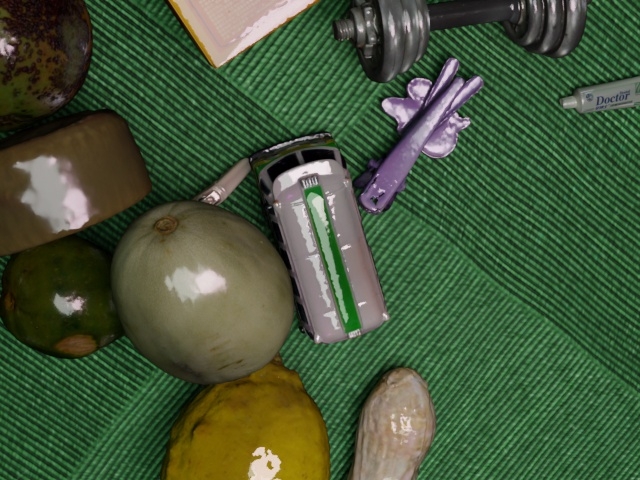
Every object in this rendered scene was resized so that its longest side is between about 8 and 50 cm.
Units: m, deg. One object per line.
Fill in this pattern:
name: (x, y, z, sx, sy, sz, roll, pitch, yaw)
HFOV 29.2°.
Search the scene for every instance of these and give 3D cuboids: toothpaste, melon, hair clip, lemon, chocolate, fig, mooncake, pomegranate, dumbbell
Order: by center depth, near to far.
pomegranate: (-0.467, -0.324, 1.725, 0.285, 0.285, 0.341, -11, 77, -6)
mooncake: (-0.390, -0.087, 1.755, 0.284, 0.284, 0.155, -20, 100, -4)
melon: (-0.172, 0.077, 1.785, 0.308, 0.272, 0.272, 39, 94, -30)
dumbbell: (0.216, -0.339, 1.827, 0.406, 0.179, 0.179, -11, 103, -13)
fig: (-0.366, 0.091, 1.865, 0.245, 0.195, 0.195, 16, 101, -45)
lemon: (-0.111, 0.353, 1.896, 0.285, 0.285, 0.316, 34, 110, -14)
hair clip: (-0.191, -0.048, 1.900, 0.226, 0.072, 0.034, -39, 108, 0)
hair clip: (0.139, -0.161, 1.923, 0.137, 0.090, 0.278, 37, 85, -1)
toothpaste: (0.490, -0.238, 1.978, 0.218, 0.041, 0.064, -10, 115, -9)
chocolate: (0.112, 0.359, 1.999, 0.134, 0.134, 0.309, 11, 98, -10)

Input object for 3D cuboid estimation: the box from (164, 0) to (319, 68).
box: (-0.099, -0.410, 1.740, 0.283, 0.259, 0.214, -33, 105, -1)

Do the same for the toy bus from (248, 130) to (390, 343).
toy bus: (0.000, 0.000, 1.881, 0.143, 0.179, 0.305, -17, 104, -5)
